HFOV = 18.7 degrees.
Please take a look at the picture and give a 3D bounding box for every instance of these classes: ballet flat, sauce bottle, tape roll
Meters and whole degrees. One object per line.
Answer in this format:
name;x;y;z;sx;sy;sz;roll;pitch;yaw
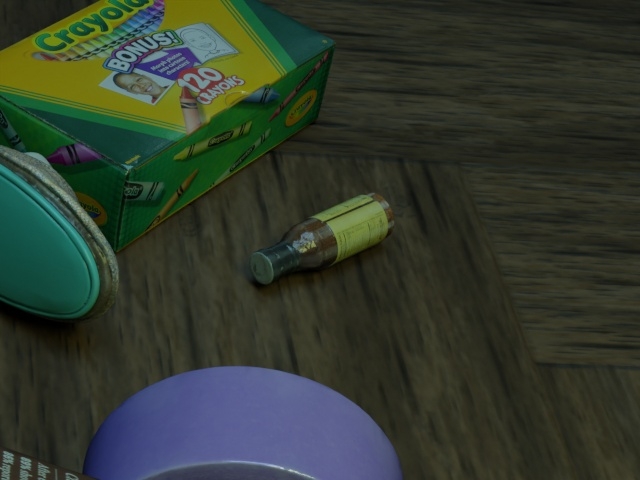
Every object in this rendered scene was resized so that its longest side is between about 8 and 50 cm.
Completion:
ballet flat;-0.257;-0.042;1.388;0.316;0.108;0.106;27;25;17
sauce bottle;0.000;0.000;1.460;0.128;0.042;0.042;-22;49;-39
tape roll;-0.046;0.167;1.098;0.189;0.189;0.080;10;36;-5

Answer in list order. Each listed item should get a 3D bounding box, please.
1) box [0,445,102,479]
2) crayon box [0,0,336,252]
box;-0.104;0.216;0.951;0.381;0.143;0.191;19;12;-11
crayon box;-0.135;-0.113;1.533;0.165;0.081;0.278;30;39;20
